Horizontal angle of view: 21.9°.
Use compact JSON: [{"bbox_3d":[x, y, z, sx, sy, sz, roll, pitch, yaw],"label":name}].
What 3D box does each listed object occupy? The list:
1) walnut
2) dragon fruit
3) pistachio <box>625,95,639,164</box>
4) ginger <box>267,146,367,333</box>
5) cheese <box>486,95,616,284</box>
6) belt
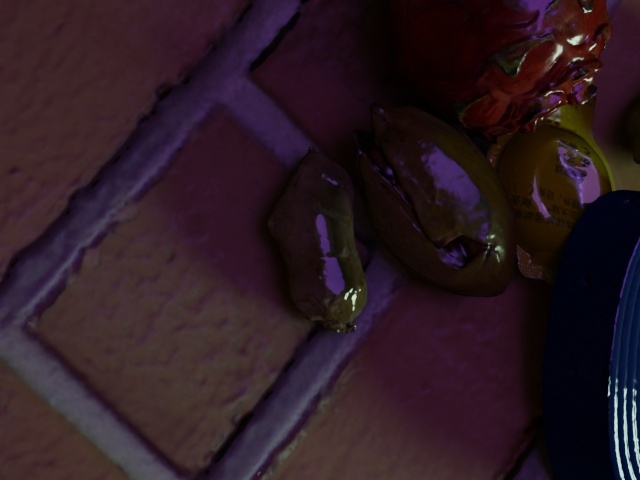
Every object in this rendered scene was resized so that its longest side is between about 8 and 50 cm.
[{"bbox_3d":[0.117,-0.040,1.672,0.137,0.137,0.245,-40,104,-27],"label":"walnut"},{"bbox_3d":[0.181,-0.227,1.673,0.241,0.241,0.252,-19,111,-29],"label":"dragon fruit"},{"bbox_3d":[0.407,-0.124,1.857,0.189,0.100,0.110,-54,129,-33],"label":"pistachio"},{"bbox_3d":[0.001,0.000,1.633,0.095,0.069,0.190,-6,84,-51],"label":"ginger"},{"bbox_3d":[0.253,-0.086,1.780,0.177,0.069,0.270,13,75,-26],"label":"cheese"},{"bbox_3d":[0.345,0.122,1.734,0.212,0.117,0.346,1,93,-33],"label":"belt"}]
